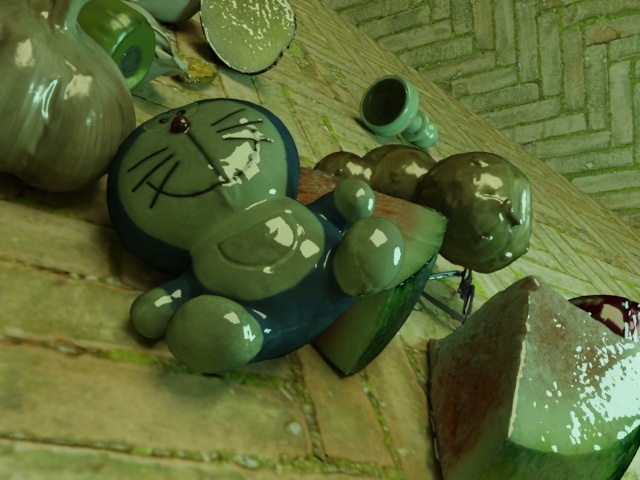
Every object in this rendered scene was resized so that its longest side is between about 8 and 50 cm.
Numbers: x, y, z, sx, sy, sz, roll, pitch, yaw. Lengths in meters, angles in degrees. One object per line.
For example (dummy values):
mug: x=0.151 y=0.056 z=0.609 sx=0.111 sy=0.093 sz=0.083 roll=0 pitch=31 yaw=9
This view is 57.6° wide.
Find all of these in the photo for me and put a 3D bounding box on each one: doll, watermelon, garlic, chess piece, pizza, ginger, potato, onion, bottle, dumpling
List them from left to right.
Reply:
garlic: x=-0.252 y=-0.172 z=0.525 sx=0.218 sy=0.212 sz=0.218 roll=32 pitch=20 yaw=-14
bottle: x=-0.330 y=-0.273 z=0.691 sx=0.260 sy=0.112 sz=0.112 roll=31 pitch=25 yaw=6
dumpling: x=-0.265 y=-0.263 z=0.803 sx=0.188 sy=0.108 sz=0.127 roll=21 pitch=-3 yaw=4
dumpling: x=-0.321 y=-0.526 z=1.123 sx=0.293 sy=0.163 sz=0.204 roll=-16 pitch=59 yaw=-44
pizza: x=-0.229 y=-0.294 z=0.976 sx=0.108 sy=0.026 sz=0.123 roll=32 pitch=28 yaw=1
doll: x=-0.076 y=-0.019 z=0.512 sx=0.258 sy=0.228 sz=0.154 roll=56 pitch=-13 yaw=16
potato: x=-0.148 y=-0.408 z=1.157 sx=0.182 sy=0.117 sz=0.202 roll=-27 pitch=87 yaw=-16
watermelon: x=0.000 y=0.000 z=0.646 sx=0.256 sy=0.140 sz=0.193 roll=33 pitch=28 yaw=19
chess piece: x=0.219 y=-0.281 z=1.402 sx=0.271 sy=0.139 sz=0.139 roll=21 pitch=26 yaw=-51
ginger: x=0.137 y=-0.051 z=0.799 sx=0.304 sy=0.155 sz=0.244 roll=12 pitch=5 yaw=29
watermelon: x=0.211 y=0.172 z=0.591 sx=0.310 sy=0.193 sz=0.232 roll=1 pitch=59 yaw=-30
onion: x=0.363 y=0.172 z=0.780 sx=0.173 sy=0.135 sz=0.198 roll=42 pitch=61 yaw=-23

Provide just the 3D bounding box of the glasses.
glasses: x=0.158 y=0.064 z=0.814 sx=0.103 sy=0.062 sz=0.140 roll=12 pitch=26 yaw=4
